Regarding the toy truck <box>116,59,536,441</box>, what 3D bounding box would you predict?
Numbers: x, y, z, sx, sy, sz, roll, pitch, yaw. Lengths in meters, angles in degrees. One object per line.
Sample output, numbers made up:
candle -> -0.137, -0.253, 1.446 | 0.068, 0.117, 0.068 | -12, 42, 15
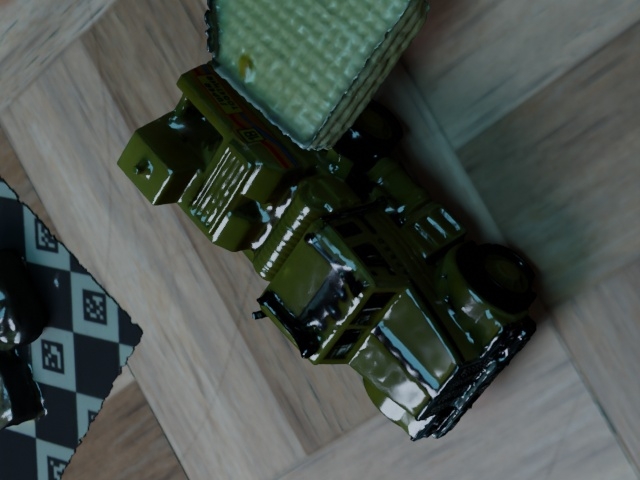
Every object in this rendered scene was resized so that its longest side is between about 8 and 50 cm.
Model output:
toy truck -> 0.004, 0.000, 0.977 | 0.257, 0.127, 0.127 | 45, 123, 15

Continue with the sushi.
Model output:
sushi -> -0.265, 0.073, 1.249 | 0.231, 0.047, 0.220 | 45, 124, 20

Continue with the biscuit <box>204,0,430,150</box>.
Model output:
biscuit -> 0.023, -0.186, 0.919 | 0.147, 0.046, 0.250 | 42, 105, 23
